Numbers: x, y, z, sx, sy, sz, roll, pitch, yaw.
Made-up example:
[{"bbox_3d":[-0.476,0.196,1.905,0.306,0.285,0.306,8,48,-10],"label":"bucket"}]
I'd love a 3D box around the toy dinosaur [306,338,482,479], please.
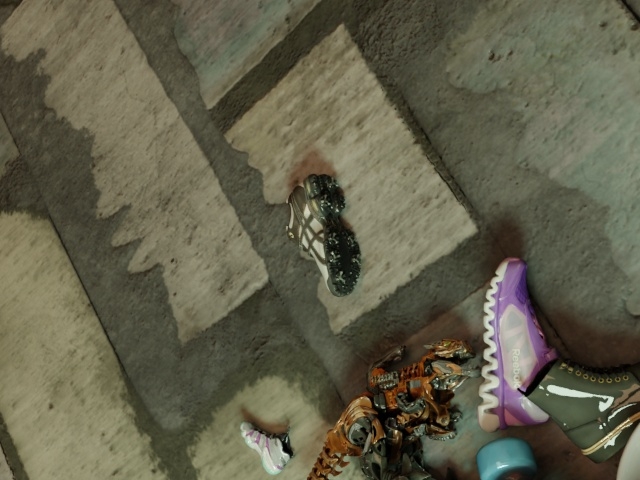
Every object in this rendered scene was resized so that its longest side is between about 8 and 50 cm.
[{"bbox_3d":[0.104,0.276,1.343,0.322,0.164,0.218,-56,45,34],"label":"toy dinosaur"}]

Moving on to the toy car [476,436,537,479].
[{"bbox_3d":[0.323,0.373,1.179,0.238,0.210,0.219,-4,47,-4],"label":"toy car"}]

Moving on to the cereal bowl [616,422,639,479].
[{"bbox_3d":[0.500,0.300,1.029,0.339,0.141,0.339,-18,33,12],"label":"cereal bowl"}]

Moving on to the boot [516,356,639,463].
[{"bbox_3d":[0.356,0.166,1.187,0.137,0.077,0.198,39,100,-1],"label":"boot"}]

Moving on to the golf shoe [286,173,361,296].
[{"bbox_3d":[0.000,0.000,1.456,0.094,0.077,0.198,-27,64,36],"label":"golf shoe"}]

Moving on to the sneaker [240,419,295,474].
[{"bbox_3d":[-0.075,0.304,1.481,0.069,0.038,0.098,-44,75,17],"label":"sneaker"}]

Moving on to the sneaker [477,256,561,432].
[{"bbox_3d":[0.270,0.141,1.271,0.104,0.095,0.236,2,91,24],"label":"sneaker"}]
